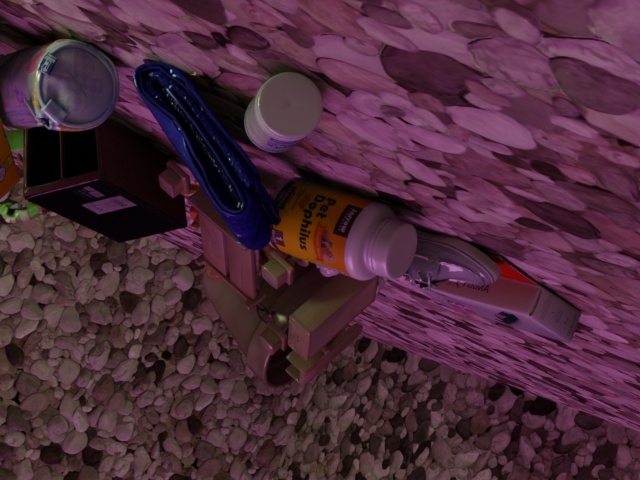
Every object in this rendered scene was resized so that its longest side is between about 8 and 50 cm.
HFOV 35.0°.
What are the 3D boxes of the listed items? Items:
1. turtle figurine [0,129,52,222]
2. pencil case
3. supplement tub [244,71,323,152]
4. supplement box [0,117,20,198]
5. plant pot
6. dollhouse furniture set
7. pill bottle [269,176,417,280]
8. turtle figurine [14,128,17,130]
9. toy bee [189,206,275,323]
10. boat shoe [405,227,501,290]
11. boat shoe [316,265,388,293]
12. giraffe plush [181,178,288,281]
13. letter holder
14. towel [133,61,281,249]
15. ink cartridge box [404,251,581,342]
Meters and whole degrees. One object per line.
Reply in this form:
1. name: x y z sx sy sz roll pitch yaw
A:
1. turtle figurine: -0.558 -0.143 1.898 0.275 0.198 0.266 32 151 20
2. pencil case: -0.374 -0.207 1.394 0.113 0.124 0.273 29 172 -32
3. supplement tub: -0.040 -0.133 1.071 0.071 0.071 0.107 25 173 -9
4. supplement box: -0.572 -0.182 1.354 0.194 0.195 0.356 22 140 20
5. plant pot: -0.109 0.128 2.340 0.280 0.323 0.323 40 179 23
6. dollhouse furniture set: -0.087 0.025 1.738 0.355 0.174 0.303 41 153 21
7. pill bottle: 0.030 -0.013 1.484 0.215 0.117 0.117 19 170 33
8. turtle figurine: -0.554 -0.188 2.185 0.269 0.087 0.217 18 170 40
9. toy bee: -0.139 0.004 2.108 0.195 0.162 0.298 28 151 38
10. boat shoe: 0.157 0.036 1.515 0.227 0.081 0.079 19 155 35
11. boat shoe: 0.030 0.019 1.776 0.277 0.096 0.098 31 171 -37
12. giraffe plush: -0.164 -0.046 1.827 0.210 0.181 0.170 59 177 26
13. letter holder: -0.381 -0.146 1.817 0.152 0.214 0.302 -13 161 18
14. towel: -0.137 -0.107 1.348 0.227 0.076 0.308 56 176 8
15. ink cartridge box: 0.242 0.070 1.627 0.239 0.060 0.275 29 171 -40
